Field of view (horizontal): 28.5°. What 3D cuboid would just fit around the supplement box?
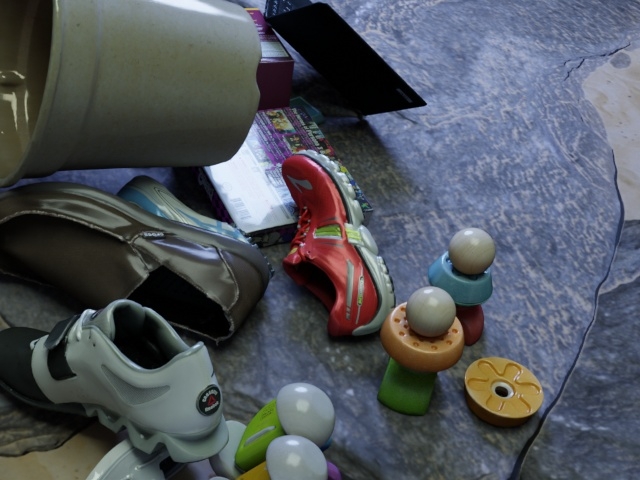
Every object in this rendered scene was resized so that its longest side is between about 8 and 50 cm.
[{"bbox_3d":[-0.110,-0.272,1.939,0.081,0.104,0.188,-5,36,-20],"label":"supplement box"}]

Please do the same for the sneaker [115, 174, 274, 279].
[{"bbox_3d":[-0.169,0.000,1.647,0.237,0.085,0.086,29,68,12],"label":"sneaker"}]

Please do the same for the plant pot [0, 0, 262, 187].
[{"bbox_3d":[-0.255,-0.222,1.629,0.306,0.333,0.333,4,39,-31],"label":"plant pot"}]

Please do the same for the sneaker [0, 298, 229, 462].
[{"bbox_3d":[-0.238,0.119,1.382,0.331,0.146,0.122,13,28,30],"label":"sneaker"}]

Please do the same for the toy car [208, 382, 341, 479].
[{"bbox_3d":[-0.037,0.253,1.348,0.136,0.159,0.182,41,33,-23],"label":"toy car"}]

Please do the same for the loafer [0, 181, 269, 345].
[{"bbox_3d":[-0.245,0.031,1.533,0.366,0.133,0.130,12,39,-3],"label":"loafer"}]

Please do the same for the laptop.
[{"bbox_3d":[0.039,-0.319,1.949,0.234,0.137,0.264,42,31,-27],"label":"laptop"}]

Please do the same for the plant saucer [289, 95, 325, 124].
[{"bbox_3d":[-0.082,-0.179,1.923,0.192,0.018,0.067,-23,52,-37],"label":"plant saucer"}]

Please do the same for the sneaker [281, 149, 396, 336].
[{"bbox_3d":[0.000,0.000,1.643,0.118,0.107,0.279,-17,62,-18],"label":"sneaker"}]

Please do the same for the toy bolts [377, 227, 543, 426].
[{"bbox_3d":[0.190,0.097,1.566,0.218,0.158,0.228,15,40,1],"label":"toy bolts"}]

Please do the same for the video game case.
[{"bbox_3d":[-0.069,-0.094,1.794,0.210,0.041,0.232,-12,51,-28],"label":"video game case"}]

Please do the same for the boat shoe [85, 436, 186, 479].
[{"bbox_3d":[-0.192,0.252,1.353,0.063,0.066,0.184,29,32,19],"label":"boat shoe"}]
